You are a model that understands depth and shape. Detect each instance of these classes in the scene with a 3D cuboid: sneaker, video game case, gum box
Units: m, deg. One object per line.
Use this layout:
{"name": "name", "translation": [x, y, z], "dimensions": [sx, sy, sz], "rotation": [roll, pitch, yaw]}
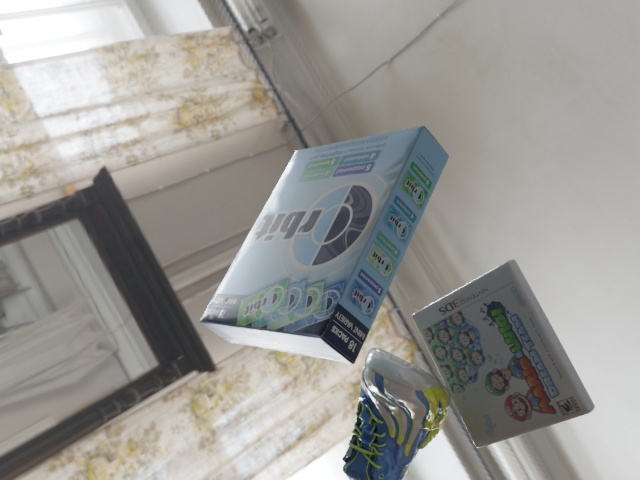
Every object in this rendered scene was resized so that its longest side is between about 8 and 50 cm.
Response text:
{"name": "sneaker", "translation": [0.073, 0.199, 0.690], "dimensions": [0.091, 0.126, 0.240], "rotation": [24, -17, 27]}
{"name": "video game case", "translation": [0.177, 0.118, 0.675], "dimensions": [0.143, 0.019, 0.157], "rotation": [-38, -108, 44]}
{"name": "gum box", "translation": [0.000, 0.000, 0.532], "dimensions": [0.157, 0.184, 0.041], "rotation": [-1, -35, 50]}
